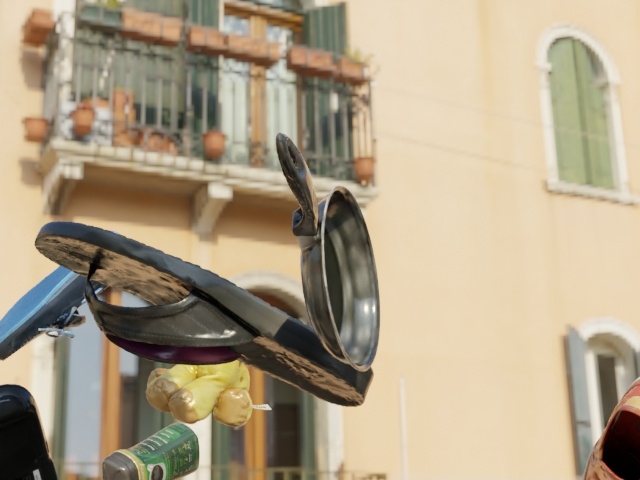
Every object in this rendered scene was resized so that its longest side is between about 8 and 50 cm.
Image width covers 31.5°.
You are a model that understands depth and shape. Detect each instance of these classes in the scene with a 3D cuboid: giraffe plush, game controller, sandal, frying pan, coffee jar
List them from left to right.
[{"bbox_3d":[-0.436,0.346,1.532,0.166,0.319,0.067,-25,32,-33],"label":"game controller"},{"bbox_3d":[-0.307,0.403,2.040,0.079,0.096,0.184,17,25,37],"label":"coffee jar"},{"bbox_3d":[-0.151,0.105,1.358,0.446,0.107,0.167,26,-23,-1],"label":"sandal"},{"bbox_3d":[-0.151,0.173,1.714,0.210,0.170,0.181,3,10,-42],"label":"giraffe plush"},{"bbox_3d":[0.003,0.029,1.136,0.053,0.197,0.326,-8,-13,18],"label":"frying pan"}]

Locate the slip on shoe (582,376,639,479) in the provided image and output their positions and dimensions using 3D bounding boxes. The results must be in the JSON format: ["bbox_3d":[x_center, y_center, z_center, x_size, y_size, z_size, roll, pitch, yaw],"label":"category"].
[{"bbox_3d":[0.470,0.352,1.765,0.101,0.123,0.331,-30,-38,-42],"label":"slip on shoe"}]

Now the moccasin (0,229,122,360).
[{"bbox_3d":[-0.498,0.127,2.229,0.116,0.342,0.138,54,-11,-25],"label":"moccasin"}]
